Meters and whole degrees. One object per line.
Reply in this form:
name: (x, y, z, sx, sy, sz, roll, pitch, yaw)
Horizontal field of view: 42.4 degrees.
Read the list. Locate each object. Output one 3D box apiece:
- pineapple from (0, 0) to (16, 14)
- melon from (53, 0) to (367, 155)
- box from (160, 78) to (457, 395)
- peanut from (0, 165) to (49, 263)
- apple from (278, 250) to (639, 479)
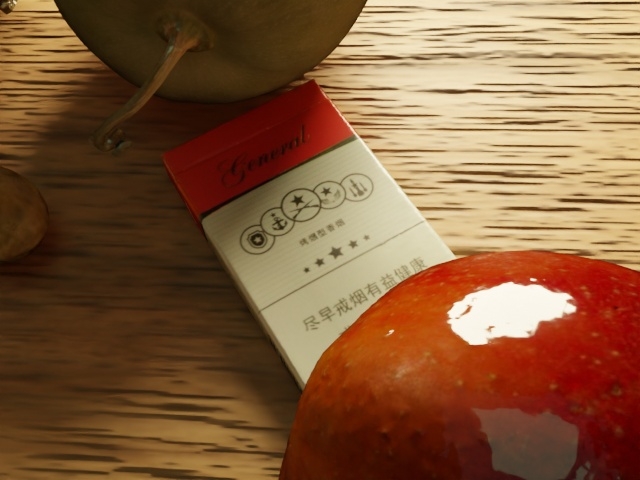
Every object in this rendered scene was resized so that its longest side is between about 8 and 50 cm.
pineapple: (-0.324, -0.241, 0.710, 0.334, 0.161, 0.158, 9, 17, 27)
melon: (-0.078, -0.242, 0.607, 0.271, 0.272, 0.308, -18, 53, -6)
box: (0.000, 0.000, 0.574, 0.139, 0.035, 0.245, -30, 60, -13)
peanut: (-0.272, -0.047, 0.603, 0.193, 0.089, 0.089, 40, 69, 21)
apple: (0.096, 0.114, 0.391, 0.201, 0.218, 0.218, 22, 62, 24)
